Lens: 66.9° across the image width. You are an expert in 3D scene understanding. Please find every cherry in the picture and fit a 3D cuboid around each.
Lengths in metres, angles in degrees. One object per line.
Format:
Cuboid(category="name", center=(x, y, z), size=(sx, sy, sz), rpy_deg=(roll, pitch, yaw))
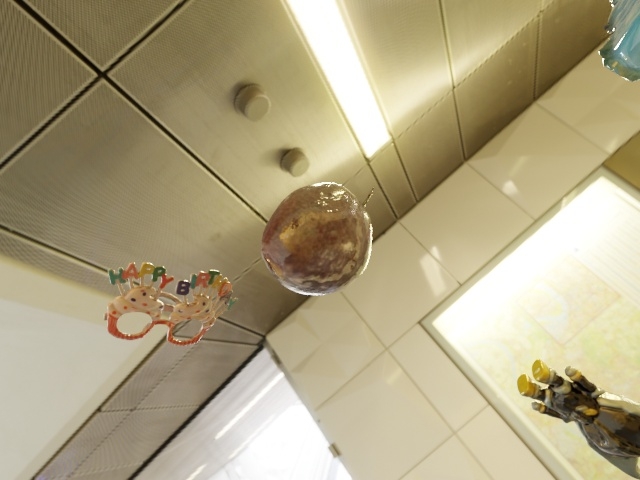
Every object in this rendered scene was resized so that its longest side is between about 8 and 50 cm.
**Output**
Cuboid(category="cherry", center=(0.000, 0.000, 0.920), size=(0.265, 0.183, 0.214), rpy_deg=(-17, -74, -37))

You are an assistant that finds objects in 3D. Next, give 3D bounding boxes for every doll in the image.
Cuboid(category="doll", center=(0.538, 0.344, 0.932), size=(0.146, 0.316, 0.103), rpy_deg=(-62, -4, 9))

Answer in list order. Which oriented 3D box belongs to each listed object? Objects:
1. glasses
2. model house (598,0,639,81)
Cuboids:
Cuboid(category="glasses", center=(-0.279, 0.102, 0.897), size=(0.255, 0.095, 0.162), rpy_deg=(14, -63, -40))
Cuboid(category="model house", center=(0.370, -0.241, 0.328), size=(0.237, 0.215, 0.303), rpy_deg=(-54, -15, -42))
